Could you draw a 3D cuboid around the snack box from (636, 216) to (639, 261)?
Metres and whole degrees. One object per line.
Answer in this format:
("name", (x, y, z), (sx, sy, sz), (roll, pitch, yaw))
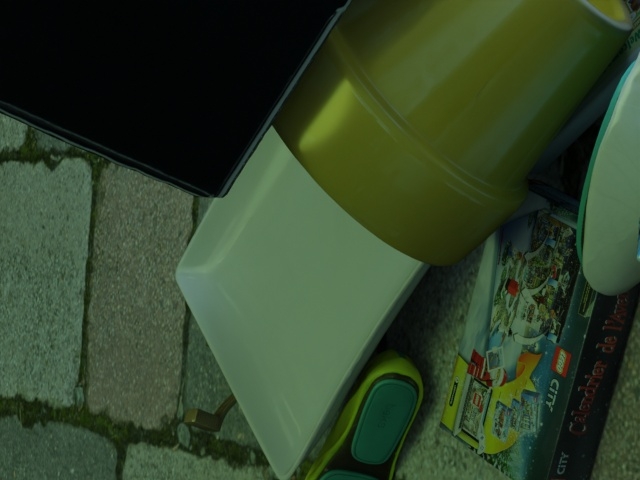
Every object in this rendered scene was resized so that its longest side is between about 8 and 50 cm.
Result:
("snack box", (0.297, -0.134, 1.277), (0.187, 0.060, 0.322), (-39, -27, -77))

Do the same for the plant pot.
("plant pot", (0.109, -0.149, 1.567), (0.239, 0.254, 0.254), (-42, 48, 21))

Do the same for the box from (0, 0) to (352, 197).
("box", (-0.134, -0.374, 1.537), (0.480, 0.297, 0.472), (-56, 31, 16))

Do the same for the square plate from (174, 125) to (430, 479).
("square plate", (0.000, 0.000, 1.888), (0.344, 0.049, 0.347), (-58, 37, 21))

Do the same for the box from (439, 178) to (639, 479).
("box", (0.184, 0.080, 1.634), (0.159, 0.044, 0.233), (33, 114, 55))

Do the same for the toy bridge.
("toy bridge", (-0.088, 0.111, 2.041), (0.026, 0.063, 0.188), (-18, 52, 56))

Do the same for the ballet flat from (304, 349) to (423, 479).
("ballet flat", (0.034, 0.200, 1.845), (0.077, 0.077, 0.231), (-100, 32, -61))

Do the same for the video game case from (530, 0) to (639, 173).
("video game case", (0.211, -0.193, 1.648), (0.212, 0.023, 0.193), (-47, 48, 43))

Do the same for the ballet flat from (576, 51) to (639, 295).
("ballet flat", (0.295, -0.129, 1.426), (0.139, 0.139, 0.400), (36, 115, 54))
